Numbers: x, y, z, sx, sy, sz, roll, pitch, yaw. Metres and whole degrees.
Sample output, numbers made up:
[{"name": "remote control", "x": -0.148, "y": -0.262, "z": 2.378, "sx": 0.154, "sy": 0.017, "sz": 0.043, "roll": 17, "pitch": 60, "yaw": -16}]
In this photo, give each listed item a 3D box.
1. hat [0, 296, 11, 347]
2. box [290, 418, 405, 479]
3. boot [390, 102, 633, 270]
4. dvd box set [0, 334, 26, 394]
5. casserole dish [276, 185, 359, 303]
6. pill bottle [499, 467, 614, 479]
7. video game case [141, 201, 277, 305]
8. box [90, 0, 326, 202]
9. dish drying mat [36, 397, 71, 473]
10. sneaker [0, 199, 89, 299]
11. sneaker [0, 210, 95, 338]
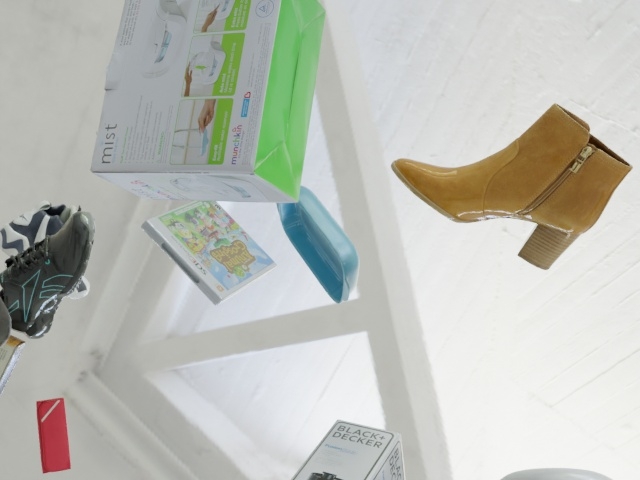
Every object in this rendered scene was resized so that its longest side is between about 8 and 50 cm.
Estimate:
[{"name": "hat", "x": -0.427, "y": 0.113, "z": 0.706, "sx": 0.331, "sy": 0.331, "sz": 0.134, "roll": 14, "pitch": -76, "yaw": 30}, {"name": "box", "x": 0.003, "y": 0.349, "z": 0.896, "sx": 0.087, "sy": 0.290, "sz": 0.169, "roll": 5, "pitch": -66, "yaw": 27}, {"name": "boot", "x": 0.271, "y": -0.110, "z": 1.177, "sx": 0.295, "sy": 0.104, "sz": 0.211, "roll": 31, "pitch": -66, "yaw": 4}, {"name": "dvd box set", "x": -0.734, "y": 0.213, "z": 1.308, "sx": 0.420, "sy": 0.062, "sz": 0.308, "roll": 25, "pitch": -89, "yaw": -5}, {"name": "casserole dish", "x": 0.000, "y": 0.000, "z": 1.112, "sx": 0.188, "sy": 0.037, "sz": 0.114, "roll": 54, "pitch": -22, "yaw": 30}, {"name": "pill bottle", "x": 0.314, "y": 0.471, "z": 1.053, "sx": 0.181, "sy": 0.181, "sz": 0.323, "roll": -14, "pitch": -127, "yaw": 30}, {"name": "video game case", "x": -0.196, "y": 0.011, "z": 1.486, "sx": 0.193, "sy": 0.212, "sz": 0.023, "roll": 46, "pitch": -62, "yaw": 7}, {"name": "box", "x": -0.136, "y": -0.187, "z": 1.006, "sx": 0.231, "sy": 0.127, "sz": 0.262, "roll": 1, "pitch": -104, "yaw": 25}, {"name": "dish drying mat", "x": -0.305, "y": 0.223, "z": 0.936, "sx": 0.008, "sy": 0.032, "sz": 0.083, "roll": 179, "pitch": -94, "yaw": -68}, {"name": "sneaker", "x": -0.499, "y": 0.008, "z": 1.601, "sx": 0.153, "sy": 0.235, "sz": 0.094, "roll": -45, "pitch": -139, "yaw": -3}, {"name": "sneaker", "x": -0.444, "y": 0.054, "z": 1.299, "sx": 0.267, "sy": 0.106, "sz": 0.101, "roll": -52, "pitch": -150, "yaw": 25}]
